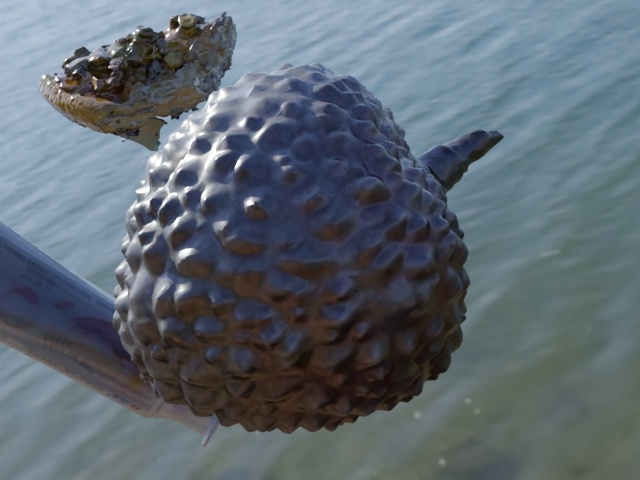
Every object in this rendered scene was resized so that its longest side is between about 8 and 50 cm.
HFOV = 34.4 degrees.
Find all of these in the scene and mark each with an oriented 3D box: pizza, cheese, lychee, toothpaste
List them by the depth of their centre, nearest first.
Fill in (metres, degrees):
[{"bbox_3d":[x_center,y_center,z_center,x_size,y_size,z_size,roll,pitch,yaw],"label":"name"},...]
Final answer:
[{"bbox_3d":[0.000,0.000,0.459,0.197,0.165,0.165,-30,20,1],"label":"lychee"},{"bbox_3d":[-0.212,0.050,0.777,0.100,0.323,0.066,-60,3,-13],"label":"toothpaste"},{"bbox_3d":[-0.171,-0.179,1.053,0.226,0.069,0.147,-23,39,-14],"label":"pizza"},{"bbox_3d":[-0.281,-0.171,1.377,0.171,0.047,0.092,23,5,-44],"label":"cheese"}]
